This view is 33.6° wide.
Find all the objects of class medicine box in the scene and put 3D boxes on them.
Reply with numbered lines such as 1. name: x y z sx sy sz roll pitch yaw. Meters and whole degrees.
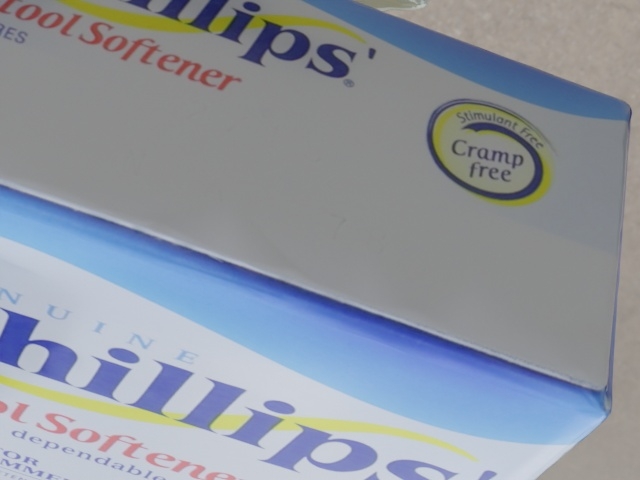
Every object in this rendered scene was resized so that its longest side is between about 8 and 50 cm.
1. medicine box: -0.051 0.031 0.469 0.263 0.149 0.289 19 144 -5

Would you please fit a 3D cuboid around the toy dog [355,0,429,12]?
1. toy dog: 0.000 0.000 0.843 0.408 0.395 0.285 49 175 43
